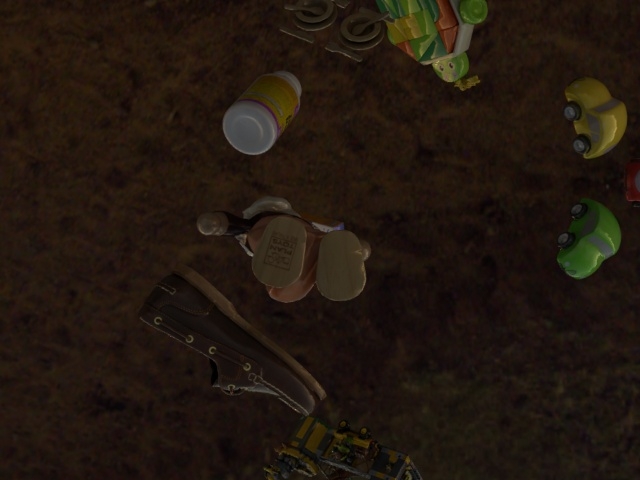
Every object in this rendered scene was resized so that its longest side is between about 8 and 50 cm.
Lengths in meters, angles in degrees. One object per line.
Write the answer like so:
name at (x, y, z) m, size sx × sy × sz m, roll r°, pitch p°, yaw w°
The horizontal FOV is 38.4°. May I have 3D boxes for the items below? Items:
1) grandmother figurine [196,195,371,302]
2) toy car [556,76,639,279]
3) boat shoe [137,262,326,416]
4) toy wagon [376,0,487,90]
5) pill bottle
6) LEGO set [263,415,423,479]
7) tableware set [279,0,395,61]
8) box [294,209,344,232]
grandmother figurine at (-0.048, 0.003, 1.114) m, size 0.207 × 0.342 × 0.104 m, roll 22°, pitch 91°, yaw -10°
toy car at (0.353, -0.054, 1.110) m, size 0.239 × 0.225 × 0.053 m, roll 38°, pitch 159°, yaw -28°
boat shoe at (-0.087, 0.113, 0.904) m, size 0.207 × 0.073 × 0.073 m, roll 41°, pitch 159°, yaw -13°
toy wagon at (0.215, -0.449, 1.821) m, size 0.267 × 0.068 × 0.344 m, roll 2°, pitch 121°, yaw 60°
pill bottle at (-0.042, -0.103, 0.719) m, size 0.043 × 0.083 × 0.043 m, roll 10°, pitch 125°, yaw 15°
LEGO set at (0.046, 0.422, 1.317) m, size 0.254 × 0.192 × 0.331 m, roll 16°, pitch 146°, yaw 31°
tableware set at (0.031, -0.418, 1.723) m, size 0.194 × 0.128 × 0.039 m, roll 27°, pitch 153°, yaw 24°
box at (0.000, 0.000, 1.582) m, size 0.136 × 0.028 × 0.081 m, roll 15°, pitch 123°, yaw 42°
